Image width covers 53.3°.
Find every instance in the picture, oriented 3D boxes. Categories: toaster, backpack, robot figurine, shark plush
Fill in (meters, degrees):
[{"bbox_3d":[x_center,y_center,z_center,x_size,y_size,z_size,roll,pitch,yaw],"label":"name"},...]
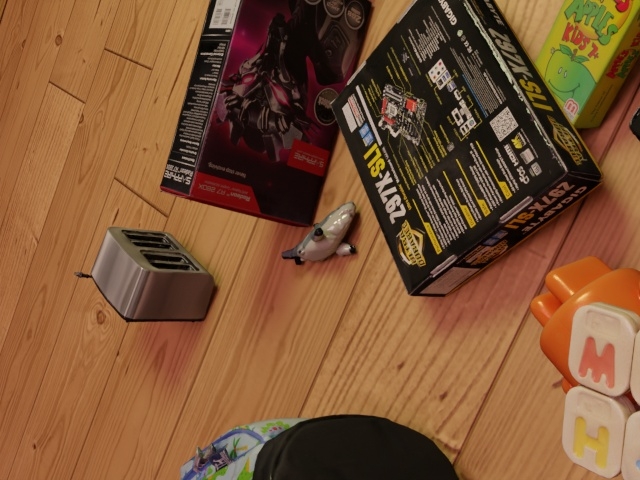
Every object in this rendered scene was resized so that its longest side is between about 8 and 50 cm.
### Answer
[{"bbox_3d":[-0.304,0.062,1.127,0.168,0.185,0.110,37,111,41],"label":"toaster"},{"bbox_3d":[-0.047,0.348,0.799,0.356,0.290,0.273,-55,42,28],"label":"backpack"},{"bbox_3d":[0.302,0.116,0.610,0.158,0.128,0.219,-48,53,17],"label":"robot figurine"},{"bbox_3d":[0.000,0.000,0.975,0.161,0.073,0.067,-44,33,52],"label":"shark plush"}]

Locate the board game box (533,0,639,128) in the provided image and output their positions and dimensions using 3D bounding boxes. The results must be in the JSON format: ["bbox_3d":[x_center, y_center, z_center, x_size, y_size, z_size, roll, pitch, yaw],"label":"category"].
[{"bbox_3d":[0.296,-0.221,0.679,0.181,0.043,0.092,106,147,-41],"label":"board game box"}]

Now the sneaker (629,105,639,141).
[{"bbox_3d":[0.369,-0.154,0.618,0.146,0.102,0.294,-21,68,38],"label":"sneaker"}]

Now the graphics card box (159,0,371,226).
[{"bbox_3d":[-0.074,-0.220,0.943,0.094,0.232,0.371,17,92,47],"label":"graphics card box"}]

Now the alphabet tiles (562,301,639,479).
[{"bbox_3d":[0.288,0.141,0.430,0.284,0.021,0.278,18,109,57],"label":"alphabet tiles"}]

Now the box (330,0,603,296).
[{"bbox_3d":[0.155,-0.131,0.793,0.257,0.079,0.322,-47,53,42],"label":"box"}]
